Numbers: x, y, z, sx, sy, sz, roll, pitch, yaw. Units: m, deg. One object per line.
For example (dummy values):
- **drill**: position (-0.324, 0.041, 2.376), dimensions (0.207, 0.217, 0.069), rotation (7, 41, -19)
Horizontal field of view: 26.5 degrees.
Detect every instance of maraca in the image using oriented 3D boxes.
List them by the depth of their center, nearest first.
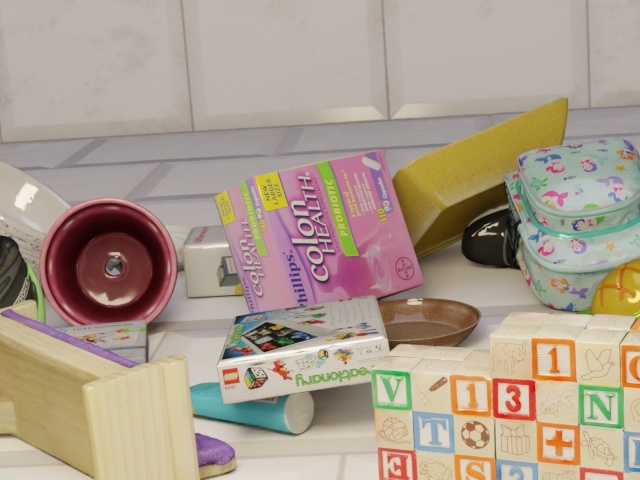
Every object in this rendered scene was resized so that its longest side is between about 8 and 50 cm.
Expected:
- **maraca**: position (0.406, 0.086, 1.803), dimensions (0.186, 0.099, 0.127), rotation (-29, 9, 6)

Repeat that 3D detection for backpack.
- **backpack**: position (0.392, -0.022, 1.994), dimensions (0.225, 0.191, 0.253), rotation (-9, 45, 2)

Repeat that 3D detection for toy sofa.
- **toy sofa**: position (-0.260, 0.170, 1.517), dimensions (0.177, 0.150, 0.362), rotation (-15, 17, -36)

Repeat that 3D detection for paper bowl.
- **paper bowl**: position (-0.534, -0.018, 2.248), dimensions (0.284, 0.148, 0.284), rotation (33, 13, -8)

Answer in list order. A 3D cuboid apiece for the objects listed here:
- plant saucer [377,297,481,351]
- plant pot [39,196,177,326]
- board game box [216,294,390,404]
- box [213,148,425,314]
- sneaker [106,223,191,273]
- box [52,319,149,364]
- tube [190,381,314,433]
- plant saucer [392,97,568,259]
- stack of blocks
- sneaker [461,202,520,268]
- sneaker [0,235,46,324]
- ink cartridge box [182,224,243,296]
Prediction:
- **plant saucer**: position (0.121, 0.121, 1.857), dimensions (0.199, 0.036, 0.198), rotation (-3, 13, 1)
- **plant pot**: position (-0.312, 0.042, 2.033), dimensions (0.201, 0.201, 0.180), rotation (-5, -3, -5)
- **board game box**: position (-0.017, 0.126, 1.640), dimensions (0.193, 0.053, 0.305), rotation (-9, 7, 1)
- **box**: position (0.000, 0.000, 1.970), dimensions (0.243, 0.213, 0.117), rotation (-14, -5, -37)
- **sneaker**: position (-0.284, 0.033, 2.284), dimensions (0.232, 0.115, 0.090), rotation (10, -37, -39)
- **box**: position (-0.306, 0.155, 1.840), dimensions (0.145, 0.038, 0.186), rotation (-5, 12, -5)
- **tube**: position (-0.102, 0.191, 1.610), dimensions (0.207, 0.052, 0.080), rotation (2, 7, 40)
- **plant saucer**: position (0.233, -0.072, 2.210), dimensions (0.333, 0.081, 0.333), rotation (-24, -16, -25)
- **stack of blocks**: position (0.204, 0.164, 1.354), dimensions (0.297, 0.171, 0.087), rotation (1, 14, 24)
- **sneaker**: position (0.366, 0.003, 2.156), dimensions (0.283, 0.107, 0.124), rotation (-3, 19, 4)
- **sneaker**: position (-0.615, 0.094, 1.833), dimensions (0.483, 0.202, 0.185), rotation (-13, 15, -33)
- **ink cartridge box**: position (-0.110, 0.027, 2.211), dimensions (0.212, 0.093, 0.154), rotation (-2, 12, 2)
